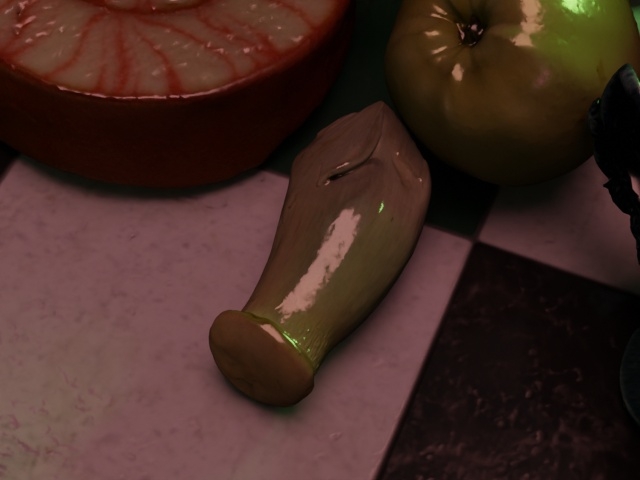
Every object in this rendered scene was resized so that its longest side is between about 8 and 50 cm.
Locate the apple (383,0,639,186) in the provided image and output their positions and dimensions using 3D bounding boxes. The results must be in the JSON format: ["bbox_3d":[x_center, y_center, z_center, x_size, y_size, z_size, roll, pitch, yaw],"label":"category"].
[{"bbox_3d":[0.140,-0.132,0.949,0.200,0.200,0.200,1,55,-1],"label":"apple"}]

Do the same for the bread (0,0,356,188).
[{"bbox_3d":[-0.121,-0.188,1.032,0.295,0.114,0.327,28,57,18],"label":"bread"}]

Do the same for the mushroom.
[{"bbox_3d":[0.010,0.001,0.916,0.108,0.096,0.247,22,59,5],"label":"mushroom"}]

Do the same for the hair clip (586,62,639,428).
[{"bbox_3d":[0.275,0.029,0.812,0.194,0.206,0.310,-11,51,12],"label":"hair clip"}]
